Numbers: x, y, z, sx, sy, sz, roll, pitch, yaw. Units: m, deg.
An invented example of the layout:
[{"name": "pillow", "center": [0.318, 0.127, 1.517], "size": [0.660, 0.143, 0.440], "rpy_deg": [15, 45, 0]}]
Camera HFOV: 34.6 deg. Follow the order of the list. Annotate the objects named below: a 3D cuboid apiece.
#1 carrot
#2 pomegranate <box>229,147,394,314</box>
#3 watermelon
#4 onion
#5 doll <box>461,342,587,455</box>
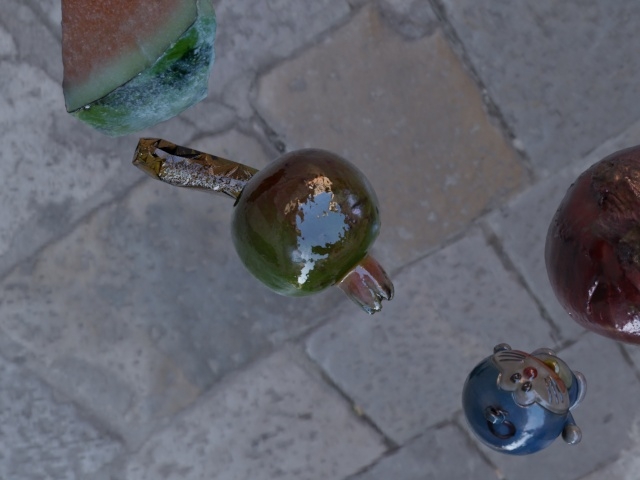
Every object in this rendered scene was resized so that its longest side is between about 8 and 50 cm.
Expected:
[{"name": "carrot", "center": [-0.165, -0.101, 1.535], "size": [0.228, 0.069, 0.069], "rpy_deg": [16, 124, -17]}, {"name": "pomegranate", "center": [0.000, 0.000, 1.157], "size": [0.180, 0.180, 0.210], "rpy_deg": [-40, 86, 17]}, {"name": "watermelon", "center": [-0.209, -0.269, 1.140], "size": [0.193, 0.257, 0.140], "rpy_deg": [-24, 165, 12]}, {"name": "onion", "center": [0.417, 0.002, 1.293], "size": [0.276, 0.276, 0.276], "rpy_deg": [-10, 132, -11]}, {"name": "doll", "center": [0.172, 0.131, 0.864], "size": [0.152, 0.114, 0.085], "rpy_deg": [-7, 130, -56]}]
